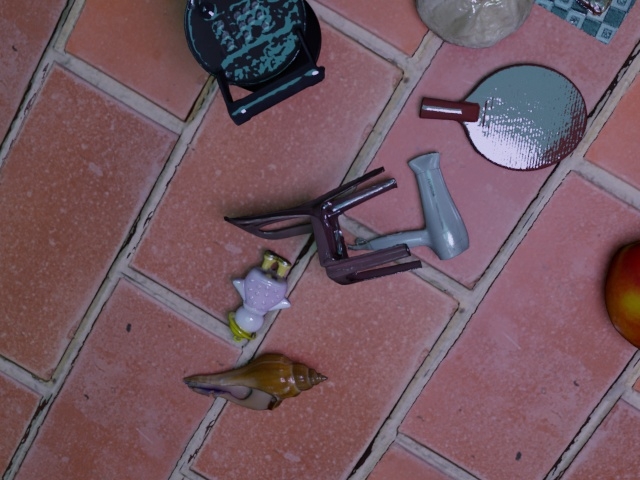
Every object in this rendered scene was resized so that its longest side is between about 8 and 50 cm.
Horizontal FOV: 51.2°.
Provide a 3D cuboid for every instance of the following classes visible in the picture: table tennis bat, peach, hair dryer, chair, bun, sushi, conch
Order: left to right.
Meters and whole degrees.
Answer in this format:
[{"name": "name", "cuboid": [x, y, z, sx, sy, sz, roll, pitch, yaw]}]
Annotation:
[{"name": "conch", "cuboid": [-0.135, 0.288, 1.389, 0.331, 0.093, 0.109, -5, 117, 28]}, {"name": "chair", "cuboid": [0.000, 0.000, 1.249, 0.327, 0.176, 0.183, -18, 75, 14]}, {"name": "hair dryer", "cuboid": [0.154, -0.041, 1.315, 0.237, 0.075, 0.206, -20, 89, 18]}, {"name": "bun", "cuboid": [0.274, -0.451, 1.187, 0.221, 0.134, 0.220, 1, 98, 6]}, {"name": "table tennis bat", "cuboid": [0.345, -0.235, 1.262, 0.311, 0.038, 0.200, 7, 100, 5]}, {"name": "sushi", "cuboid": [0.478, -0.467, 1.212, 0.201, 0.031, 0.139, 31, 102, 2]}, {"name": "peach", "cuboid": [0.626, 0.104, 1.205, 0.196, 0.190, 0.225, -14, 90, -1]}]

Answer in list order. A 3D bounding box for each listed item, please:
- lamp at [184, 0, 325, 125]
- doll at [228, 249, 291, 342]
[{"name": "lamp", "cuboid": [-0.103, -0.357, 1.183, 0.205, 0.272, 0.373, -27, 74, 11]}, {"name": "doll", "cuboid": [-0.127, 0.121, 1.357, 0.129, 0.081, 0.207, 26, 104, -10]}]
